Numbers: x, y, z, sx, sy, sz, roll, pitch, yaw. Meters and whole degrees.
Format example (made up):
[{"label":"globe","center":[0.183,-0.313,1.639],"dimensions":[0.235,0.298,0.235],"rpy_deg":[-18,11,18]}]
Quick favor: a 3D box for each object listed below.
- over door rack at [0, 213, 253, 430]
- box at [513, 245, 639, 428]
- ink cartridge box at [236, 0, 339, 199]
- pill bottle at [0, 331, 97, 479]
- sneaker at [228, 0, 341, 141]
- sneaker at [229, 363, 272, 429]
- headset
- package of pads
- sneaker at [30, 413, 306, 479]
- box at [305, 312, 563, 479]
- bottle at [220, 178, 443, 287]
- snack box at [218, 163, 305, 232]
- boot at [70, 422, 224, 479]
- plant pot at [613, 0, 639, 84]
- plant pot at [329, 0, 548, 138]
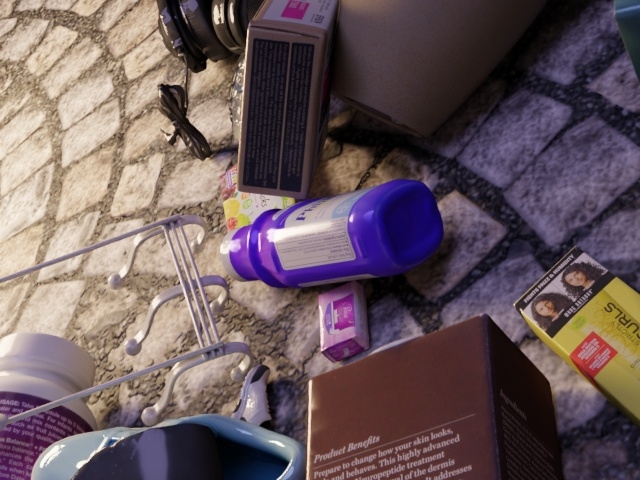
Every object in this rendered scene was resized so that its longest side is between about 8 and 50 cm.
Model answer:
[{"label":"over door rack","center":[-0.261,0.101,1.330],"dimensions":[0.324,0.108,0.239],"rpy_deg":[-12,44,-13]},{"label":"box","center":[0.268,0.099,1.002],"dimensions":[0.087,0.058,0.232],"rpy_deg":[-43,38,1]},{"label":"ink cartridge box","center":[-0.034,-0.179,1.361],"dimensions":[0.088,0.193,0.235],"rpy_deg":[8,25,3]},{"label":"pill bottle","center":[-0.347,0.261,1.325],"dimensions":[0.169,0.169,0.301],"rpy_deg":[-18,45,30]},{"label":"sneaker","center":[-0.020,-0.250,1.542],"dimensions":[0.297,0.129,0.111],"rpy_deg":[-59,31,13]},{"label":"sneaker","center":[-0.069,0.182,1.258],"dimensions":[0.043,0.040,0.109],"rpy_deg":[10,50,11]},{"label":"headset","center":[-0.125,-0.295,1.691],"dimensions":[0.243,0.185,0.394],"rpy_deg":[-5,37,34]},{"label":"package of pads","center":[0.025,0.086,1.256],"dimensions":[0.050,0.032,0.083],"rpy_deg":[-26,42,23]},{"label":"sneaker","center":[-0.144,0.216,1.141],"dimensions":[0.366,0.150,0.135],"rpy_deg":[0,44,25]},{"label":"box","center":[0.095,0.267,0.945],"dimensions":[0.191,0.143,0.381],"rpy_deg":[-23,45,27]},{"label":"bottle","center":[0.000,0.000,1.291],"dimensions":[0.118,0.092,0.283],"rpy_deg":[-28,12,-41]},{"label":"snack box","center":[-0.072,-0.055,1.468],"dimensions":[0.100,0.037,0.141],"rpy_deg":[-32,40,14]},{"label":"boot","center":[-0.062,0.330,0.810],"dimensions":[0.367,0.146,0.445],"rpy_deg":[-33,46,26]},{"label":"plant pot","center":[0.415,-0.235,1.101],"dimensions":[0.234,0.166,0.165],"rpy_deg":[-9,50,27]},{"label":"plant pot","center":[0.124,-0.267,1.344],"dimensions":[0.256,0.256,0.274],"rpy_deg":[30,94,51]}]
